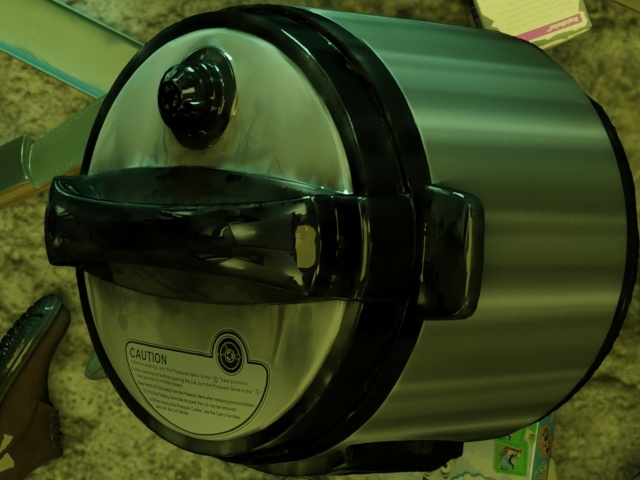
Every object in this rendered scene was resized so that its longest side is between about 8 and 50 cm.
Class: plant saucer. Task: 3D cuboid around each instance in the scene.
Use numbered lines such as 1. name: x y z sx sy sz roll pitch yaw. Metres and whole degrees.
1. plant saucer: -0.254 -0.192 1.758 0.192 0.018 0.067 27 97 -1

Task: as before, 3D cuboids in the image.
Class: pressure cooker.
1. pressure cooker: -0.001 -0.006 1.519 0.370 0.420 0.375 -48 58 33

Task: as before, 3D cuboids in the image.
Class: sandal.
1. sandal: -0.205 -0.073 1.751 0.240 0.088 0.079 -19 139 18

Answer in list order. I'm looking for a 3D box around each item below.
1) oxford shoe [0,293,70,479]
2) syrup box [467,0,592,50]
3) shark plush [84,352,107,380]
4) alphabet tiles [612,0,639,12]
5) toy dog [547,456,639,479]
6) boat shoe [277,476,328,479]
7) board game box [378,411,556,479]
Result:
1. oxford shoe: -0.279 0.159 1.778 0.096 0.083 0.227 22 98 -18
2. syrup box: 0.158 -0.282 1.689 0.096 0.093 0.237 -18 95 4
3. shark plush: -0.148 0.093 1.731 0.161 0.067 0.073 -12 106 41
4. alphabet tiles: 0.313 -0.292 1.674 0.237 0.009 0.198 21 82 -17
5. toy dog: 0.414 0.206 1.672 0.395 0.284 0.408 29 101 36
6. boat shoe: 0.005 0.301 1.776 0.066 0.066 0.183 -20 95 5
7. board game box: 0.131 0.213 1.739 0.160 0.039 0.211 11 99 33
